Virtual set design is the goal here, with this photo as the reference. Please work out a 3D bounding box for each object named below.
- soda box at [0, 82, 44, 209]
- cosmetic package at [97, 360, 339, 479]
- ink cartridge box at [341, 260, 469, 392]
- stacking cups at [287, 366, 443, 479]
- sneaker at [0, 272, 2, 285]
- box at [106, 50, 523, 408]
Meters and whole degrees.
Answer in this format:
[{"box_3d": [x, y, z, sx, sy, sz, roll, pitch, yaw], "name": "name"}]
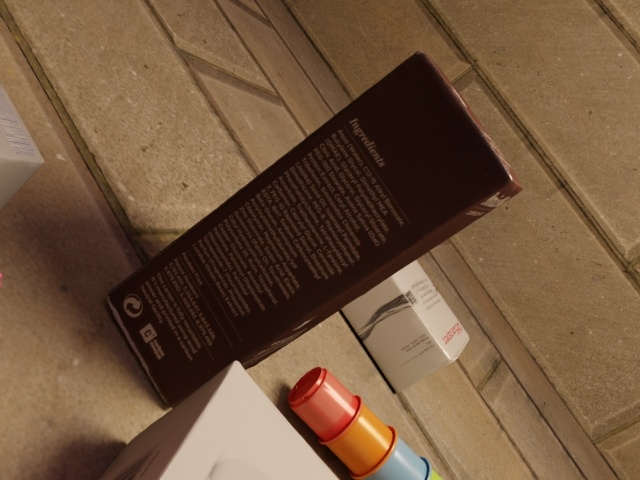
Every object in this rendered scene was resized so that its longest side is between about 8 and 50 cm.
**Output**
[{"box_3d": [-0.336, -0.069, 0.406, 0.091, 0.098, 0.286, 56, 19, 13], "name": "soda box"}, {"box_3d": [-0.063, 0.247, 0.419, 0.225, 0.138, 0.224, 49, 19, -6], "name": "cosmetic package"}, {"box_3d": [0.129, 0.106, 1.140, 0.289, 0.121, 0.211, 56, 19, 11], "name": "ink cartridge box"}, {"box_3d": [0.082, 0.290, 0.786, 0.316, 0.096, 0.096, 44, 20, -8], "name": "stacking cups"}, {"box_3d": [-0.267, 0.079, 0.324, 0.111, 0.103, 0.252, 37, 17, -28], "name": "sneaker"}, {"box_3d": [0.000, 0.000, 0.626, 0.143, 0.381, 0.191, 56, 19, 10], "name": "box"}]
